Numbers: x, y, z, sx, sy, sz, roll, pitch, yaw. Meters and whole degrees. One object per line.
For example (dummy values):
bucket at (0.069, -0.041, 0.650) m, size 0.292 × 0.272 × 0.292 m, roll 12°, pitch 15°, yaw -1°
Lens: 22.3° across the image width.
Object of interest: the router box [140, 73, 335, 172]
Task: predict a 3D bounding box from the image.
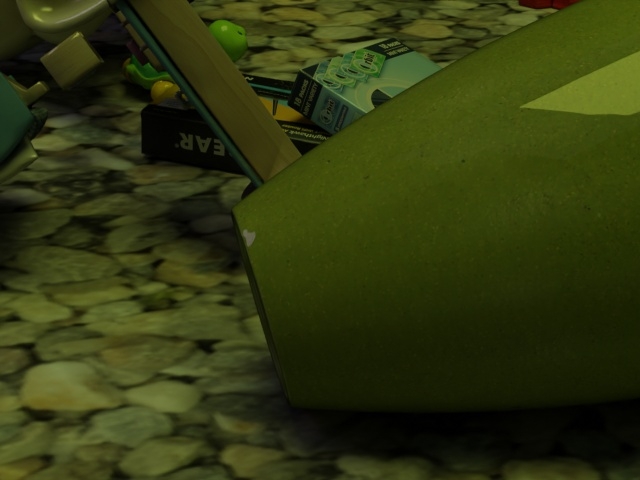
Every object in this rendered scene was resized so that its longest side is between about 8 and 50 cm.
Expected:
router box at (-0.055, -0.105, 1.466) m, size 0.179 × 0.046 × 0.133 m, roll 10°, pitch 27°, yaw 15°

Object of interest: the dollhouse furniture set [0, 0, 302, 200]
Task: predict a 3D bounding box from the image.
dollhouse furniture set at (-0.195, -0.051, 1.300) m, size 0.303 × 0.198 × 0.286 m, roll -36°, pitch 7°, yaw -2°

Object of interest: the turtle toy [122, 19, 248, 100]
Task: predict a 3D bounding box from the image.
turtle toy at (-0.131, -0.180, 1.590) m, size 0.130 × 0.066 × 0.095 m, roll -12°, pitch 29°, yaw -28°

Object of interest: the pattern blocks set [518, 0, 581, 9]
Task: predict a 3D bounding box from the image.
pattern blocks set at (0.177, -0.350, 2.030) m, size 0.325 × 0.026 × 0.285 m, roll 7°, pitch 26°, yaw 9°

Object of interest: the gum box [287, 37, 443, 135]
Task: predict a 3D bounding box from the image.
gum box at (0.090, -0.105, 1.425) m, size 0.184 × 0.041 × 0.157 m, roll 34°, pitch 33°, yaw 22°

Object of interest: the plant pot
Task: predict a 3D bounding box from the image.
plant pot at (0.100, 0.003, 1.061) m, size 0.293 × 0.275 × 0.275 m, roll -17°, pitch 28°, yaw -4°

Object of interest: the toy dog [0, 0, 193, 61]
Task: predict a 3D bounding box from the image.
toy dog at (-0.239, -0.315, 1.647) m, size 0.284 × 0.395 × 0.408 m, roll 42°, pitch 26°, yaw 5°
